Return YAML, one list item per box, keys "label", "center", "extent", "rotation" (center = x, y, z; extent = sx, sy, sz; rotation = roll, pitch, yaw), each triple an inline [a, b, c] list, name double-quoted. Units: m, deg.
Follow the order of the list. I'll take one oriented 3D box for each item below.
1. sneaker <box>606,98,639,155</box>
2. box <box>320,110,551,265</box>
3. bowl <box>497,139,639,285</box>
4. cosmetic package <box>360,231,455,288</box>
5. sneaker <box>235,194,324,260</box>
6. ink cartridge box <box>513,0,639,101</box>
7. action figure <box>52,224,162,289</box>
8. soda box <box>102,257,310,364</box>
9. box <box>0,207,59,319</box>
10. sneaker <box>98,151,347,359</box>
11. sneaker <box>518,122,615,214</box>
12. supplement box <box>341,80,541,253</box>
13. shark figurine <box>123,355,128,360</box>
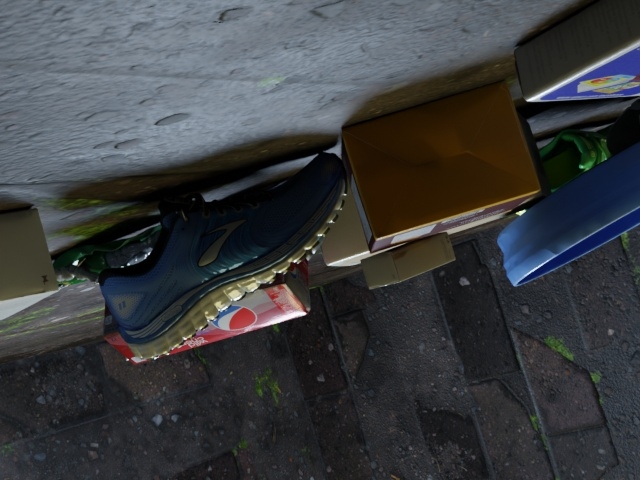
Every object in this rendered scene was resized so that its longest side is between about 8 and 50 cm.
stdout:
- label: "sneaker"
  center: [0.498, -0.194, 1.511]
  extent: [0.229, 0.086, 0.132]
  rotation: [-31, 163, 28]
- label: "box"
  center: [0.150, -0.066, 1.461]
  extent: [0.311, 0.121, 0.148]
  rotation: [-19, 174, 19]
- label: "bowl"
  center: [0.421, -0.064, 1.457]
  extent: [0.391, 0.077, 0.391]
  rotation: [-28, 170, -5]
- label: "cosmetic package"
  center: [0.113, 0.025, 1.349]
  extent: [0.115, 0.041, 0.060]
  rotation: [-18, -179, -45]
- label: "sneaker"
  center: [-0.110, -0.006, 1.499]
  extent: [0.341, 0.125, 0.139]
  rotation: [-20, -164, 42]
- label: "ink cartridge box"
  center: [0.389, -0.210, 0.966]
  extent: [0.304, 0.072, 0.307]
  rotation: [-7, 169, -34]
- label: "action figure"
  center: [-0.290, 0.027, 1.434]
  extent: [0.232, 0.063, 0.137]
  rotation: [-17, 176, 33]
- label: "soda box"
  center: [-0.148, 0.074, 1.366]
  extent: [0.263, 0.092, 0.083]
  rotation: [-16, 140, 16]
- label: "box"
  center: [-0.373, 0.039, 1.102]
  extent: [0.130, 0.091, 0.170]
  rotation: [-12, 173, -39]
- label: "sneaker"
  center: [-0.113, -0.008, 1.224]
  extent: [0.330, 0.147, 0.130]
  rotation: [-36, -170, -8]
- label: "sneaker"
  center: [0.442, -0.129, 1.733]
  extent: [0.296, 0.109, 0.123]
  rotation: [-26, 160, -12]
- label: "supplement box"
  center: [0.133, -0.079, 1.239]
  extent: [0.191, 0.129, 0.194]
  rotation: [-17, 175, -1]
- label: "shark figurine"
  center: [-0.333, 0.090, 1.905]
  extent: [0.116, 0.166, 0.278]
  rotation: [8, -166, 3]
